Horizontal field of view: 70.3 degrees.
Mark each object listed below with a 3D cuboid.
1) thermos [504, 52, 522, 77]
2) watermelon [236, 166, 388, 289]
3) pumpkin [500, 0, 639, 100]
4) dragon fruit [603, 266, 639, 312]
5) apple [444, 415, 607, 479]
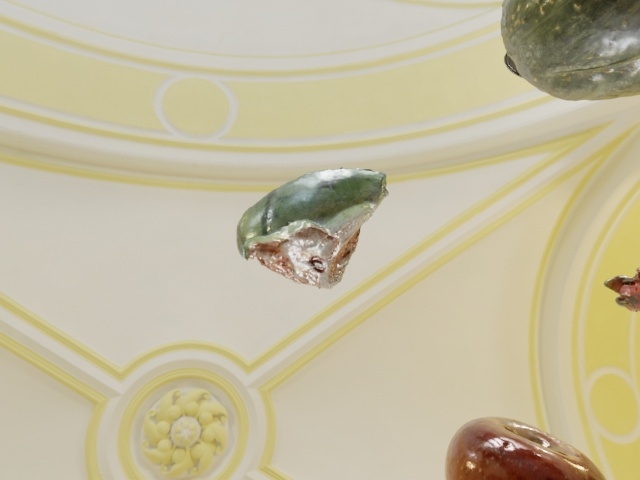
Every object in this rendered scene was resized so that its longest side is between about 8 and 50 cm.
[{"bbox_3d":[0.591,-0.567,1.151,0.110,0.136,0.330,26,-100,29],"label":"thermos"},{"bbox_3d":[0.000,0.000,0.518,0.187,0.071,0.139,-19,-63,11],"label":"watermelon"},{"bbox_3d":[0.406,-0.337,0.594,0.328,0.257,0.291,-9,-89,4],"label":"pumpkin"},{"bbox_3d":[0.747,0.118,1.008,0.150,0.208,0.133,-42,-53,-30],"label":"dragon fruit"},{"bbox_3d":[0.249,0.320,0.560,0.202,0.201,0.162,17,-91,-9],"label":"apple"}]
